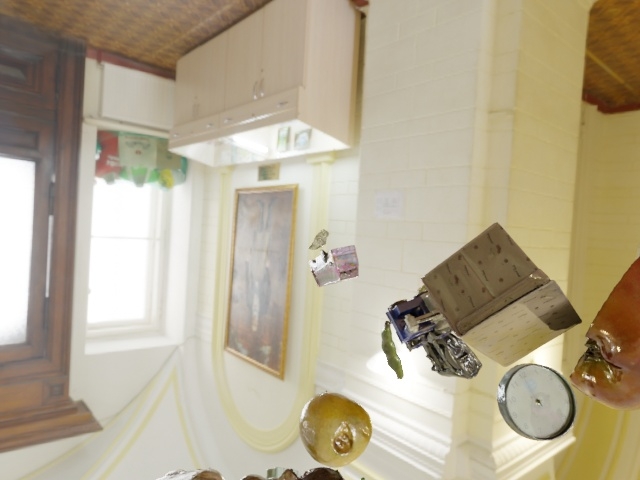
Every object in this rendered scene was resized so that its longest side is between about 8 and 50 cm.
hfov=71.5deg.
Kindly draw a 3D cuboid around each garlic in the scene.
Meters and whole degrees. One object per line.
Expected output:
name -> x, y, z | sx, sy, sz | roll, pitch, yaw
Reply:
garlic -> -0.338, 0.657, 1.077 | 0.245, 0.160, 0.245 | -8, 167, -2

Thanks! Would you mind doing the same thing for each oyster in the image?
oyster -> -0.001, 0.000, 1.886 | 0.037, 0.100, 0.098 | 31, -172, 32

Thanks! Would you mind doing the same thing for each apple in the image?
apple -> 0.702, 0.204, 1.004 | 0.365, 0.328, 0.295 | -24, 174, -37

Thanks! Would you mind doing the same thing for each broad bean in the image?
broad bean -> 0.252, 0.397, 1.603 | 0.060, 0.297, 0.043 | 1, -146, 32

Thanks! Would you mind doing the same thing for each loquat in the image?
loquat -> 0.037, 0.544, 1.286 | 0.213, 0.212, 0.213 | 3, -178, 0

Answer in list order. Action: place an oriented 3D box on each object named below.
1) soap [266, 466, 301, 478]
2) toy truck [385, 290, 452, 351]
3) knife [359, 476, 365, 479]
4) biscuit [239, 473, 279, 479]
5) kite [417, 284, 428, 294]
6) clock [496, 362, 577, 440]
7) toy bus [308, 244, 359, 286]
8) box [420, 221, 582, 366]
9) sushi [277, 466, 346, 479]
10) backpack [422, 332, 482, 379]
soap -> -0.127, 0.885, 1.505 | 0.067, 0.197, 0.119 | -30, 135, 34
toy truck -> 0.319, 0.226, 1.360 | 0.213, 0.161, 0.177 | -18, 154, -18
knife -> 0.102, 0.846, 1.450 | 0.015, 0.211, 0.054 | 35, -149, 30
biscuit -> -0.185, 0.854, 1.238 | 0.381, 0.358, 0.074 | -30, -178, -11
kite -> 0.521, 0.265, 1.958 | 0.013, 0.327, 0.378 | 22, 171, -20
clock -> 0.797, 0.591, 1.635 | 0.281, 0.280, 0.055 | 3, 163, -2
toy bus -> 0.038, 0.084, 1.440 | 0.090, 0.112, 0.274 | -12, 173, -17
box -> 0.425, 0.139, 1.045 | 0.297, 0.225, 0.190 | 34, -157, -43
sushi -> -0.002, 0.665, 1.013 | 0.197, 0.342, 0.182 | -25, -156, -34
backpack -> 0.479, 0.425, 1.697 | 0.133, 0.258, 0.206 | -42, -167, -27
